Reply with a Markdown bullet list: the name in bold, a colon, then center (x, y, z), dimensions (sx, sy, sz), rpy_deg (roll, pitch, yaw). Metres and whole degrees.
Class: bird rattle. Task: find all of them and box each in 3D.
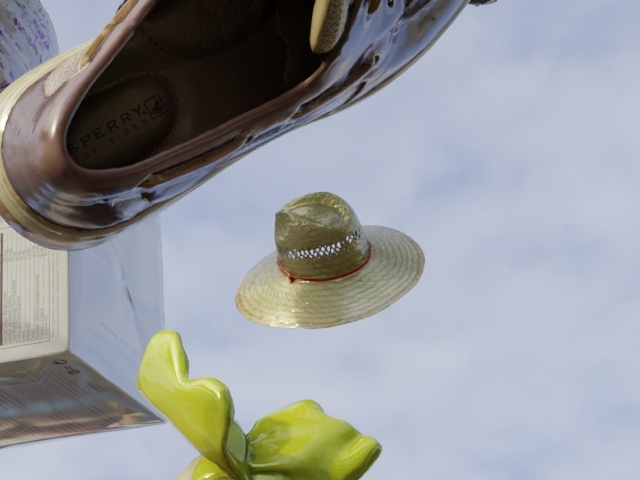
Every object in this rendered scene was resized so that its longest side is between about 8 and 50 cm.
- **bird rattle**: center (-0.074, 0.194, 0.864), dimensions (0.143, 0.254, 0.207), rpy_deg (23, -28, -12)

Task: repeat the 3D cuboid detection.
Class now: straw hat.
- **straw hat**: center (0.000, 0.000, 1.091), dimensions (0.144, 0.144, 0.061), rpy_deg (-12, -62, 11)

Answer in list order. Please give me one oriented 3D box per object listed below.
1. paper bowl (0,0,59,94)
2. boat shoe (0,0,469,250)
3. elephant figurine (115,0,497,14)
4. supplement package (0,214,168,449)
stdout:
- **paper bowl**: center (-0.346, -0.171, 1.232), dimensions (0.284, 0.148, 0.284), rpy_deg (9, -31, 6)
- **boat shoe**: center (-0.011, -0.118, 0.764), dimensions (0.123, 0.342, 0.123), rpy_deg (57, -25, -5)
- **elephant figurine**: center (0.003, -0.184, 1.174), dimensions (0.186, 0.169, 0.239), rpy_deg (12, -12, 28)
- **supplement package**: center (-0.277, 0.045, 1.217), dimensions (0.262, 0.198, 0.199), rpy_deg (-10, -24, 12)
